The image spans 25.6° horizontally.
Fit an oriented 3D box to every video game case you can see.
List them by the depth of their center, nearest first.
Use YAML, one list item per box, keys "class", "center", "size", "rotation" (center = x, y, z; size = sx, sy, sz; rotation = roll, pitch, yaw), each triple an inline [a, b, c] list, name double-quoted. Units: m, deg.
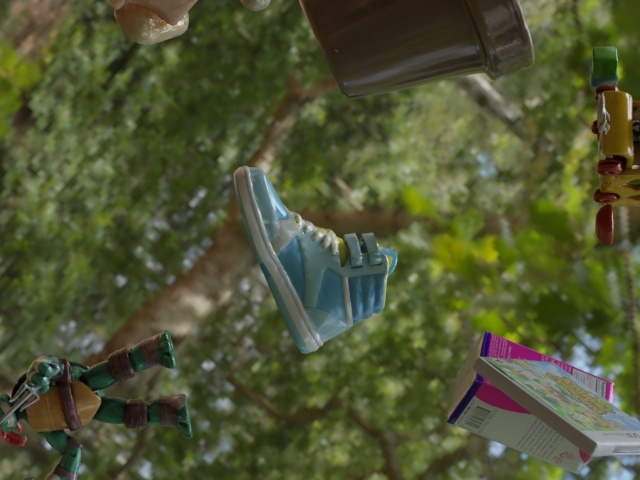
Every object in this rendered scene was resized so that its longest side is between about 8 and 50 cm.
- class: "video game case"
  center: [0.333, 0.220, 1.877]
  size: [0.212, 0.193, 0.023]
  rotation: [36, -73, 38]

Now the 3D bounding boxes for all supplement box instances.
- class: "supplement box"
  center: [0.318, 0.245, 2.120]
  size: [0.114, 0.220, 0.111]
  rotation: [-71, -174, -47]

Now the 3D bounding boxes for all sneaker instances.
- class: "sneaker"
  center: [0.000, 0.000, 2.214]
  size: [0.208, 0.319, 0.127]
  rotation: [-23, -162, 0]

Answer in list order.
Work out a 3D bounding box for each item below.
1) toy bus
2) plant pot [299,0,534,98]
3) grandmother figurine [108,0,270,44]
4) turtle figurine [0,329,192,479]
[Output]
- class: "toy bus"
  center: [0.358, -0.109, 1.576]
  size: [0.104, 0.191, 0.202]
  rotation: [-1, -151, 8]
- class: "plant pot"
  center: [0.103, -0.284, 1.700]
  size: [0.229, 0.263, 0.263]
  rotation: [-25, -166, 5]
- class: "grandmother figurine"
  center: [-0.083, -0.291, 1.179]
  size: [0.104, 0.208, 0.342]
  rotation: [-22, 169, -38]
- class: "turtle figurine"
  center: [-0.254, 0.168, 1.416]
  size: [0.234, 0.175, 0.118]
  rotation: [-14, -141, -5]
